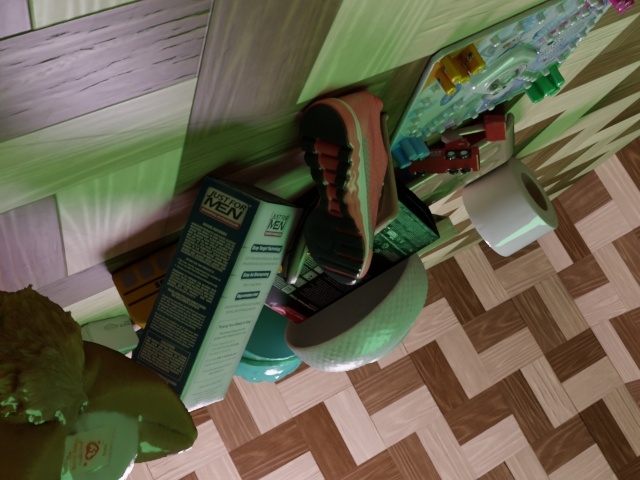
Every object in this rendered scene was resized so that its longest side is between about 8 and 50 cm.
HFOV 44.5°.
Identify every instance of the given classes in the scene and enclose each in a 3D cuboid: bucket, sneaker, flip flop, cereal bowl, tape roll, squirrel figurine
[{"bbox_3d":[-0.127,0.190,1.858,0.281,0.281,0.183,-25,165,-21],"label":"bucket"},{"bbox_3d":[0.058,-0.075,1.167,0.136,0.116,0.314,-34,134,-39],"label":"sneaker"},{"bbox_3d":[0.017,-0.047,1.282,0.277,0.080,0.112,-61,-165,0],"label":"flip flop"},{"bbox_3d":[0.094,0.155,1.664,0.339,0.141,0.339,-36,-161,15],"label":"cereal bowl"},{"bbox_3d":[0.550,-0.098,2.269,0.169,0.246,0.246,-35,168,29],"label":"tape roll"},{"bbox_3d":[-0.433,0.198,1.047,0.370,0.397,0.281,12,-133,36],"label":"squirrel figurine"}]

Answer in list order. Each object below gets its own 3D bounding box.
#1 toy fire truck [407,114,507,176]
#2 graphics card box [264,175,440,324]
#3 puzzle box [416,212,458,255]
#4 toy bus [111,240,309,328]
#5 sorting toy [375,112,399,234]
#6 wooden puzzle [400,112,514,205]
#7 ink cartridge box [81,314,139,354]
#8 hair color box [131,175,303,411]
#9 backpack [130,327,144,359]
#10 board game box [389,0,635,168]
[{"bbox_3d":[0.272,-0.190,1.557,0.192,0.135,0.047,-2,132,15],"label":"toy fire truck"},{"bbox_3d":[0.020,0.007,1.546,0.371,0.094,0.233,-33,135,23],"label":"graphics card box"},{"bbox_3d":[0.175,0.011,2.020,0.272,0.052,0.409,-29,-173,-3],"label":"puzzle box"},{"bbox_3d":[-0.183,0.047,1.381,0.332,0.130,0.108,-27,168,-8],"label":"toy bus"},{"bbox_3d":[0.073,-0.080,1.306,0.038,0.208,0.193,13,149,-24],"label":"sorting toy"},{"bbox_3d":[0.287,-0.161,1.782,0.348,0.080,0.322,-35,169,9],"label":"wooden puzzle"},{"bbox_3d":[-0.484,0.235,1.632,0.175,0.072,0.127,-34,168,27],"label":"ink cartridge box"},{"bbox_3d":[-0.163,0.084,1.211,0.347,0.105,0.174,-66,162,6],"label":"hair color box"},{"bbox_3d":[-0.346,0.212,1.760,0.173,0.117,0.158,-19,174,32],"label":"backpack"},{"bbox_3d":[0.323,-0.284,1.360,0.390,0.050,0.390,-26,169,-13],"label":"board game box"}]
